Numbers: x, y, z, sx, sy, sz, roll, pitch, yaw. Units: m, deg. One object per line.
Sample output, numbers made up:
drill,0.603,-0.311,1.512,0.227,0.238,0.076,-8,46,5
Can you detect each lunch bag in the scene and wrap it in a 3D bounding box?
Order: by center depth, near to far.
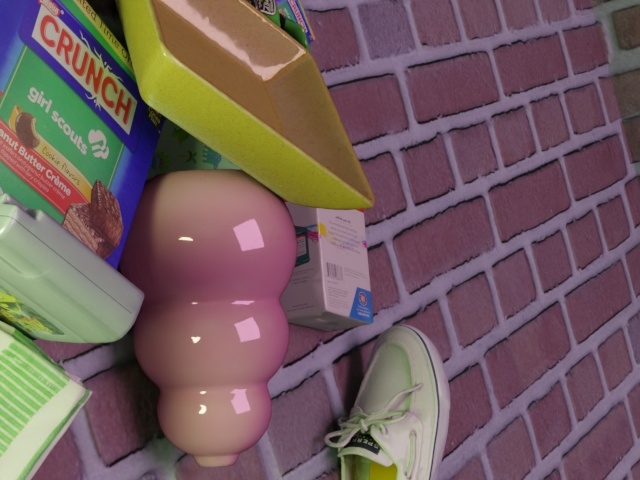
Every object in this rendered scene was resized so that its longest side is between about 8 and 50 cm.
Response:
lunch bag,-0.151,-0.107,1.866,0.151,0.096,0.129,12,64,-27

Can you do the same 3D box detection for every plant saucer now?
plant saucer,-0.109,-0.188,1.728,0.333,0.081,0.333,35,23,-36

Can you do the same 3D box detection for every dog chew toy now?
dog chew toy,-0.126,0.089,1.734,0.206,0.206,0.332,2,85,-60

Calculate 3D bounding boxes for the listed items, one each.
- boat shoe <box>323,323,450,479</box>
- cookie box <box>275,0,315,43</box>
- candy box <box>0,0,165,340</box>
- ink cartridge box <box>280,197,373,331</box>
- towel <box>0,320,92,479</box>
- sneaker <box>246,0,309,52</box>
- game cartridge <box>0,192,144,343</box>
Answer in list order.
boat shoe,0.074,0.279,2.078,0.156,0.136,0.367,28,64,-50
cookie box,-0.058,-0.304,2.161,0.092,0.040,0.107,67,30,-15
candy box,-0.302,-0.104,1.567,0.268,0.122,0.317,51,37,-38
ink cartridge box,0.000,0.000,2.097,0.134,0.078,0.231,20,62,-57
towel,-0.363,0.152,1.317,0.248,0.038,0.325,-55,137,-9
sneaker,-0.137,-0.306,1.916,0.343,0.146,0.134,30,52,-52
game cartridge,-0.304,0.021,1.345,0.196,0.294,0.060,40,64,-45
